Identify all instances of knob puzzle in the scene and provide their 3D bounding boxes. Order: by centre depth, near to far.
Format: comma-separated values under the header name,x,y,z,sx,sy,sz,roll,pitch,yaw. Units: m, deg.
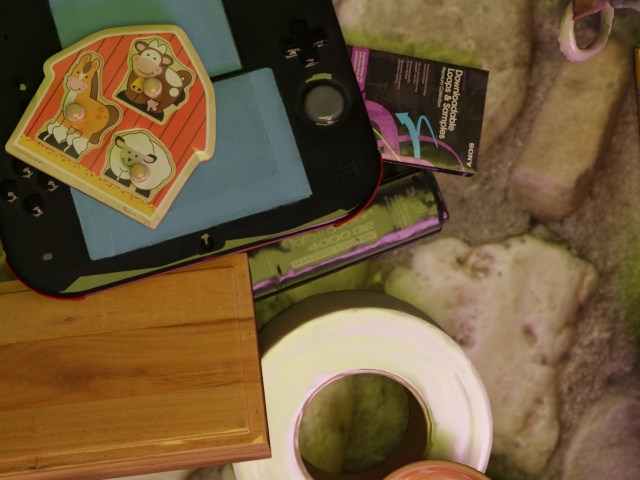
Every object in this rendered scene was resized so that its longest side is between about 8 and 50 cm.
name,x,y,z,sx,sy,sz,roll,pitch,yaw
knob puzzle,-0.189,-0.133,1.631,0.213,0.030,0.213,0,76,-2

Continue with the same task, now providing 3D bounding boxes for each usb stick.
name,x,y,z,sx,sy,sz,roll,pitch,yaw
usb stick,0.000,0.000,1.775,0.278,0.045,0.077,-21,93,-5

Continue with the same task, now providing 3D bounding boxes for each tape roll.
name,x,y,z,sx,sy,sz,roll,pitch,yaw
tape roll,0.039,0.200,1.786,0.286,0.100,0.286,-1,99,-9

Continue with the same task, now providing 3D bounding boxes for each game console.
name,x,y,z,sx,sy,sz,roll,pitch,yaw
game console,-0.157,-0.138,1.670,0.386,0.060,0.342,-16,83,-6

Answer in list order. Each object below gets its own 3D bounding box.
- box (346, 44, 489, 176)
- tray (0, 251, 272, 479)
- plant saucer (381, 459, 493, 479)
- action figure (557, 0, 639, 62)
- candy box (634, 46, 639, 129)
name,x,y,z,sx,sy,sz,roll,pitch,yaw
box,0.094,-0.137,1.761,0.162,0.029,0.116,9,84,-11
tray,-0.265,0.139,1.671,0.410,0.076,0.203,-7,69,0
plant saucer,0.127,0.325,1.706,0.200,0.037,0.200,-2,86,27
action figure,0.249,-0.419,1.708,0.370,0.248,0.276,40,134,-1
candy box,0.405,-0.115,1.826,0.105,0.027,0.206,-7,100,-5
